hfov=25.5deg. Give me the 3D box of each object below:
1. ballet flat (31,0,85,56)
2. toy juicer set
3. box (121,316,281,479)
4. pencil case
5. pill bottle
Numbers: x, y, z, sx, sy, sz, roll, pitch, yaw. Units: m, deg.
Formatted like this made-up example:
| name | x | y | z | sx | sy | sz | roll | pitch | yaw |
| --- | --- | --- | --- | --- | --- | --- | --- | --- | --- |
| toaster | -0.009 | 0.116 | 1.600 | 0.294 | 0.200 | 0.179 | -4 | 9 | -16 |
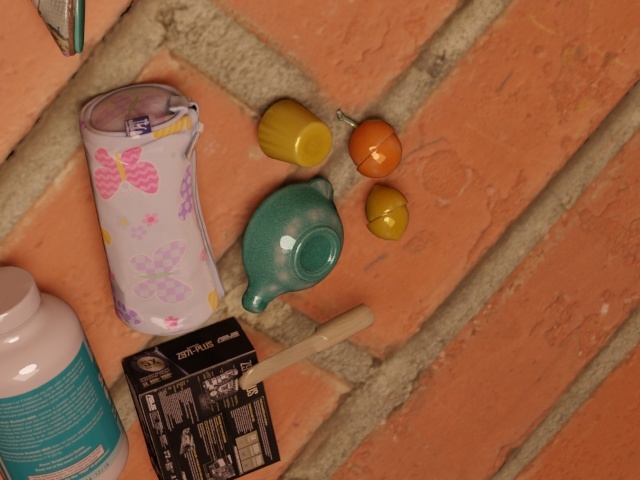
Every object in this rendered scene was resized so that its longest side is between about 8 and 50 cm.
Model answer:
| name | x | y | z | sx | sy | sz | roll | pitch | yaw |
| --- | --- | --- | --- | --- | --- | --- | --- | --- | --- |
| ballet flat | -0.254 | -0.288 | 1.351 | 0.079 | 0.077 | 0.221 | 7 | 112 | -9 |
| toy juicer set | 0.000 | 0.000 | 1.638 | 0.209 | 0.089 | 0.329 | -4 | 113 | -38 |
| box | -0.140 | 0.203 | 1.690 | 0.147 | 0.077 | 0.180 | -21 | 126 | -13 |
| pencil case | -0.177 | -0.031 | 1.508 | 0.124 | 0.113 | 0.273 | -13 | 124 | -13 |
| pill bottle | -0.311 | 0.158 | 1.537 | 0.146 | 0.146 | 0.264 | -23 | 127 | -12 |
